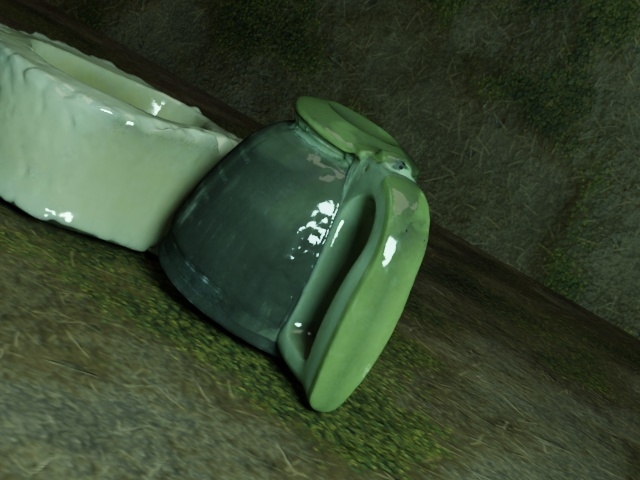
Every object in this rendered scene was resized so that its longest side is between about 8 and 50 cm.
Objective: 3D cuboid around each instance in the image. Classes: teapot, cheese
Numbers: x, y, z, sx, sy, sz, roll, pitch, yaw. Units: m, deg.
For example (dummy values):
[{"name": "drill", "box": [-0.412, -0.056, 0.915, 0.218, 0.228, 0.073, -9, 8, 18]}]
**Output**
[{"name": "teapot", "box": [-0.019, -0.013, 1.094, 0.239, 0.239, 0.321, 31, 16, 1]}, {"name": "cheese", "box": [-0.242, -0.104, 1.259, 0.332, 0.153, 0.292, 16, 15, -42]}]
